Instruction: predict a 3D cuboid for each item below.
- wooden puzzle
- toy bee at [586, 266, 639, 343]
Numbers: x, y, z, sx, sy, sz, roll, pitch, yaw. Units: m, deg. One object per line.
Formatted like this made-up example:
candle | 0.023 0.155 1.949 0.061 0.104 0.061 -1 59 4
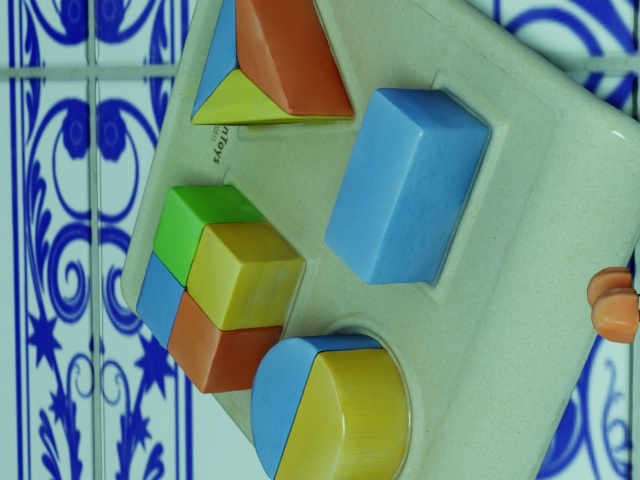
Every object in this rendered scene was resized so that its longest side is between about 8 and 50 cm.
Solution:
wooden puzzle | 0.000 0.000 0.949 0.348 0.080 0.322 42 124 39
toy bee | 0.193 0.018 0.632 0.195 0.162 0.298 140 149 -85
